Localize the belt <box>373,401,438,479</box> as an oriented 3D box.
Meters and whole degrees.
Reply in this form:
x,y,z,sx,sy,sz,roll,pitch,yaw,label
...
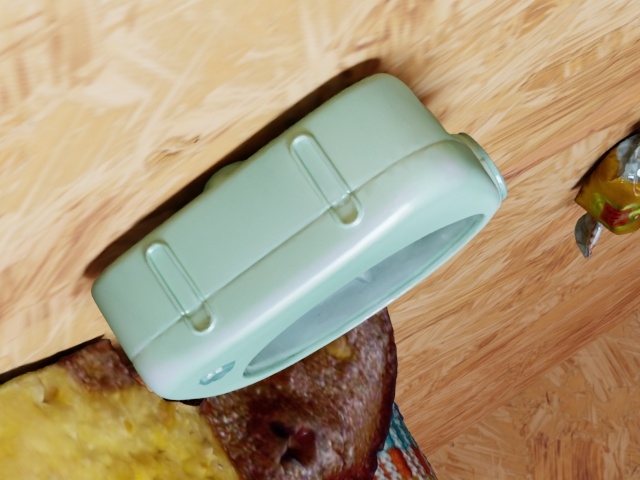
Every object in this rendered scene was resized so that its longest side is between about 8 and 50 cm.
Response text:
x,y,z,sx,sy,sz,roll,pitch,yaw,label
-0.030,0.175,1.226,0.207,0.150,0.257,-22,165,-16,belt

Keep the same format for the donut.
x,y,z,sx,sy,sz,roll,pitch,yaw,label
-0.063,0.115,0.885,0.112,0.151,0.295,-30,176,43,donut

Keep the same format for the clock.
x,y,z,sx,sy,sz,roll,pitch,yaw,label
0.001,0.001,0.772,0.148,0.060,0.188,-37,170,11,clock

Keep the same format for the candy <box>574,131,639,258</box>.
x,y,z,sx,sy,sz,roll,pitch,yaw,label
0.201,-0.034,1.260,0.053,0.046,0.182,-32,168,-17,candy
